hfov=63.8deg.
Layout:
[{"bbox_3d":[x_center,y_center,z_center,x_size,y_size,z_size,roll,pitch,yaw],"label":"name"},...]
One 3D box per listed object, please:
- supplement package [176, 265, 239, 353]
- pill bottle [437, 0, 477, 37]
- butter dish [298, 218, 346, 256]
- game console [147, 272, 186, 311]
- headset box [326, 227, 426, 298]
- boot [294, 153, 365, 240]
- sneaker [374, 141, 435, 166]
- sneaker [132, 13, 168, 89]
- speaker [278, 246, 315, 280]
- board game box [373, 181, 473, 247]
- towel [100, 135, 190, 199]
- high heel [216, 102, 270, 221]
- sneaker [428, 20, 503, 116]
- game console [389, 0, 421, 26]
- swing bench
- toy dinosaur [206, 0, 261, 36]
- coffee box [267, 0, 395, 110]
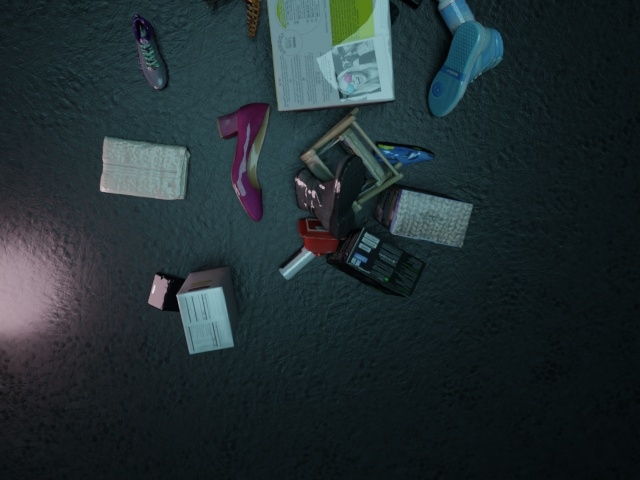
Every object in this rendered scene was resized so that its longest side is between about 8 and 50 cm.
[{"bbox_3d":[-0.366,0.223,1.720,0.145,0.262,0.204,-10,102,-4],"label":"supplement package"},{"bbox_3d":[0.440,-0.752,1.687,0.087,0.087,0.160,-34,103,2],"label":"pill bottle"},{"bbox_3d":[0.000,0.000,1.772,0.160,0.160,0.118,4,113,-7],"label":"butter dish"},{"bbox_3d":[-0.538,0.184,1.824,0.107,0.071,0.122,21,99,21],"label":"game console"},{"bbox_3d":[0.176,0.075,1.741,0.246,0.283,0.131,29,82,-12],"label":"headset box"},{"bbox_3d":[0.008,-0.167,1.604,0.222,0.338,0.118,40,53,24],"label":"boot"},{"bbox_3d":[0.289,-0.289,1.783,0.209,0.069,0.082,6,113,-6],"label":"sneaker"},{"bbox_3d":[-0.547,-0.589,1.619,0.083,0.098,0.224,-15,102,-2],"label":"sneaker"},{"bbox_3d":[-0.081,0.078,1.824,0.136,0.055,0.055,-41,102,4],"label":"speaker"},{"bbox_3d":[0.329,-0.094,1.708,0.232,0.291,0.141,11,100,-8],"label":"board game box"},{"bbox_3d":[-0.583,-0.238,1.715,0.282,0.049,0.187,7,99,-6],"label":"towel"},{"bbox_3d":[-0.208,-0.259,1.700,0.181,0.127,0.377,-15,99,9],"label":"high heel"},{"bbox_3d":[0.500,-0.560,1.718,0.208,0.127,0.319,-14,141,-38],"label":"sneaker"},{"bbox_3d":[0.203,-0.778,1.684,0.213,0.044,0.361,31,97,-9],"label":"game console"},{"bbox_3d":[0.096,-0.249,1.689,0.254,0.165,0.253,-37,103,20],"label":"swing bench"},{"bbox_3d":[-0.258,-0.810,1.585,0.218,0.164,0.322,-18,81,-18],"label":"toy dinosaur"},{"bbox_3d":[0.044,-0.568,1.531,0.334,0.337,0.338,-4,103,8],"label":"coffee box"}]
